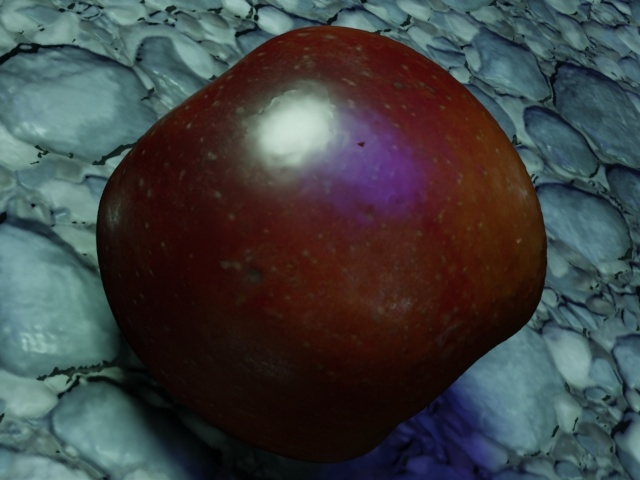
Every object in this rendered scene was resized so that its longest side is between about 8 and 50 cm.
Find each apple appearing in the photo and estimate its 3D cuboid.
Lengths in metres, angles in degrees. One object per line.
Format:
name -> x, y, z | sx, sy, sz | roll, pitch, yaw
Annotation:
apple -> 0.000, 0.000, 0.613 | 0.201, 0.218, 0.218 | 50, 39, 4
